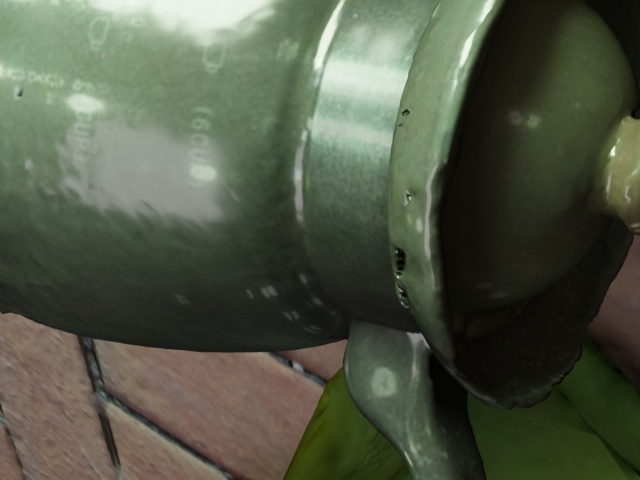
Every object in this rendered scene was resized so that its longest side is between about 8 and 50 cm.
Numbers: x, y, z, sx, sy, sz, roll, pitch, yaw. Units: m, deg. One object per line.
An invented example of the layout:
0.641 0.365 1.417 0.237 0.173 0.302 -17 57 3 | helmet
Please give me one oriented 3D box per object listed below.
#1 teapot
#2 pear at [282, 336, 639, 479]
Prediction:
-0.008 -0.016 0.498 0.285 0.305 0.223 12 156 34 | teapot
0.026 0.184 0.645 0.176 0.282 0.286 41 146 1 | pear
